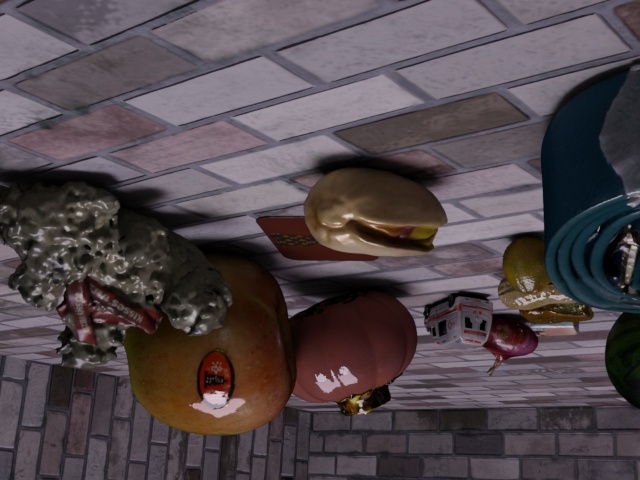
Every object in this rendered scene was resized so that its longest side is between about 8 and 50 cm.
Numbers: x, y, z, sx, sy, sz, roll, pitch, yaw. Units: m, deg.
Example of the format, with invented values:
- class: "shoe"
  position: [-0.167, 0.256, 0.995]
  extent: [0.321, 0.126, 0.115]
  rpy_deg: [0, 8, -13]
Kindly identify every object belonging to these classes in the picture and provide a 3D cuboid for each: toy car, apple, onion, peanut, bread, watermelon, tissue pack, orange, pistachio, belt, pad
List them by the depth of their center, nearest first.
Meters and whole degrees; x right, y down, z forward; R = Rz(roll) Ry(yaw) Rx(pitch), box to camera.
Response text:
- class: "belt"
  position: [0.409, -0.042, 1.071]
  extent: [0.300, 0.173, 0.436]
  rpy_deg: [-2, 162, 14]
- class: "pistachio"
  position: [0.074, -0.041, 1.264]
  extent: [0.200, 0.117, 0.145]
  rpy_deg: [3, -156, -25]
- class: "orange"
  position: [0.337, 0.041, 1.511]
  extent: [0.085, 0.095, 0.085]
  rpy_deg: [2, 158, 1]
- class: "pad"
  position: [0.000, 0.000, 1.604]
  extent: [0.181, 0.004, 0.267]
  rpy_deg: [0, 163, 11]
- class: "peanut"
  position: [0.409, 0.087, 1.696]
  extent: [0.174, 0.080, 0.080]
  rpy_deg: [-8, 161, 27]
- class: "apple"
  position: [-0.208, 0.194, 1.708]
  extent: [0.305, 0.339, 0.338]
  rpy_deg: [-9, 163, 2]
- class: "watermelon"
  position: [0.676, 0.222, 1.816]
  extent: [0.242, 0.242, 0.242]
  rpy_deg: [3, 164, 1]
- class: "bread"
  position: [0.462, 0.122, 1.817]
  extent: [0.128, 0.069, 0.140]
  rpy_deg: [-8, 161, 32]
- class: "toy car"
  position: [0.288, 0.182, 1.990]
  extent: [0.089, 0.108, 0.209]
  rpy_deg: [9, 164, -16]
- class: "tissue pack"
  position: [0.501, 0.170, 1.991]
  extent: [0.094, 0.059, 0.074]
  rpy_deg: [-5, 160, 25]
- class: "onion"
  position: [0.413, 0.247, 2.133]
  extent: [0.150, 0.140, 0.150]
  rpy_deg: [19, 171, 3]

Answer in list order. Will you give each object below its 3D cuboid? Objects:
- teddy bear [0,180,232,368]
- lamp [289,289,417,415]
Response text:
- class: "teddy bear"
  position: [-0.370, 0.038, 1.458]
  extent: [0.357, 0.225, 0.367]
  rpy_deg: [-17, 150, 30]
- class: "lamp"
  position: [0.055, 0.233, 1.909]
  extent: [0.305, 0.240, 0.305]
  rpy_deg: [-18, 180, 0]
